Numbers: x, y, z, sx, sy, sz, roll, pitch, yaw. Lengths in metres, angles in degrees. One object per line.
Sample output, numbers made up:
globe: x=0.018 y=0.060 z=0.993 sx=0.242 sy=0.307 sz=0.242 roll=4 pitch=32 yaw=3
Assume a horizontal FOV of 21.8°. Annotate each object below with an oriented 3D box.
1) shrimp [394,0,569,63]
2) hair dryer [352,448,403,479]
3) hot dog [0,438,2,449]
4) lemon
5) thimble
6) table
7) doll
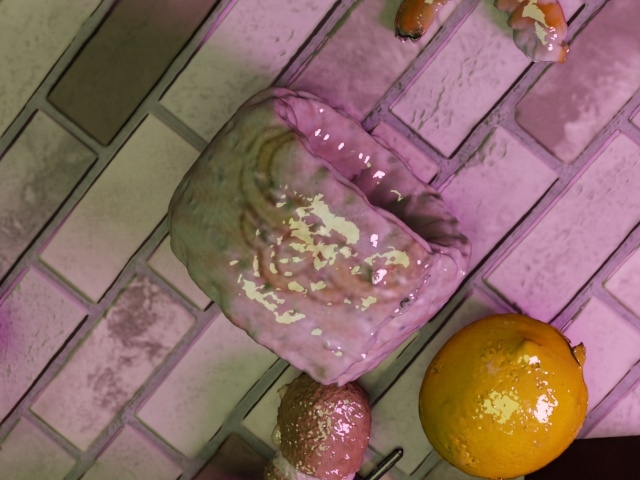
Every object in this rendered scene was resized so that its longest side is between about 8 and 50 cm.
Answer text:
shrimp: x=0.164 y=-0.224 z=1.723 sx=0.166 sy=0.049 sz=0.161 roll=-31 pitch=96 yaw=17
hair dryer: x=0.066 y=0.267 z=1.890 sx=0.047 sy=0.026 sz=0.083 roll=42 pitch=100 yaw=-6
hot dog: x=-0.470 y=0.196 z=1.918 sx=0.194 sy=0.107 sz=0.326 roll=43 pitch=98 yaw=-14
lemon: x=0.191 y=0.168 z=1.763 sx=0.173 sy=0.173 sz=0.206 roll=34 pitch=122 yaw=-1
thimble: x=0.000 y=0.000 z=1.686 sx=0.291 sy=0.291 sz=0.195 roll=41 pitch=109 yaw=-3
table: x=0.314 y=0.331 z=1.789 sx=0.172 sy=0.169 sz=0.193 roll=-5 pitch=104 yaw=11
doll: x=0.003 y=0.201 z=1.840 sx=0.115 sy=0.105 sz=0.221 roll=22 pitch=104 yaw=47
